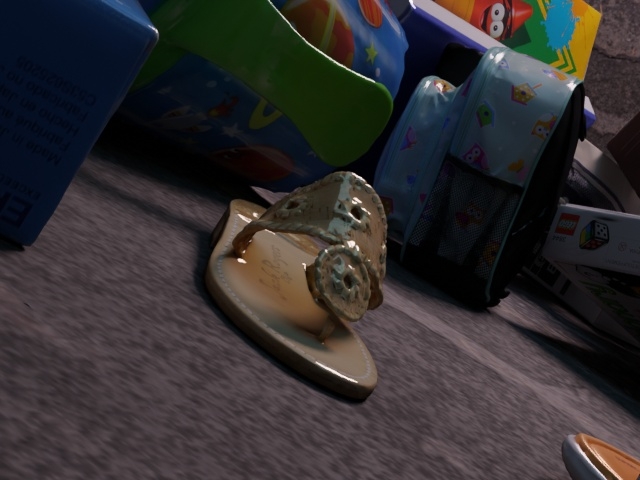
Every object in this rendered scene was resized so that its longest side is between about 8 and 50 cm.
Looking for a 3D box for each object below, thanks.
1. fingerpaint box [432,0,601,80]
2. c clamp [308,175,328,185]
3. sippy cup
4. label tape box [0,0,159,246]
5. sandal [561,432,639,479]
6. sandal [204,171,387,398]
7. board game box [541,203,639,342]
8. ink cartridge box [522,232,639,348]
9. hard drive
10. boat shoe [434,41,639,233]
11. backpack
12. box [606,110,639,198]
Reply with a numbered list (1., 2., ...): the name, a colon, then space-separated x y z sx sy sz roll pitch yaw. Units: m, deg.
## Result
1. fingerpaint box: 0.019 -0.251 1.701 0.445 0.163 0.371 13 -4 37
2. c clamp: -0.045 -0.078 1.332 0.161 0.022 0.137 25 14 -38
3. sippy cup: -0.065 -0.153 1.066 0.224 0.240 0.305 37 40 -42
4. label tape box: -0.230 -0.148 0.727 0.249 0.115 0.347 27 9 -22
5. sandal: 0.232 0.148 0.702 0.265 0.076 0.102 35 9 32
6. sandal: -0.006 -0.003 0.780 0.088 0.079 0.240 28 8 -15
7. board game box: 0.336 0.067 1.274 0.193 0.053 0.305 13 -16 42
8. ink cartridge box: 0.270 0.026 1.642 0.165 0.065 0.333 24 9 -32
9. hard drive: 0.097 -0.125 1.499 0.319 0.210 0.040 21 47 -48
10. boat shoe: 0.177 -0.042 1.449 0.127 0.158 0.340 29 -4 43
11. backpack: 0.127 -0.061 1.216 0.144 0.188 0.166 31 9 11
12. box: 0.395 -0.052 1.383 0.168 0.167 0.203 32 23 -31
